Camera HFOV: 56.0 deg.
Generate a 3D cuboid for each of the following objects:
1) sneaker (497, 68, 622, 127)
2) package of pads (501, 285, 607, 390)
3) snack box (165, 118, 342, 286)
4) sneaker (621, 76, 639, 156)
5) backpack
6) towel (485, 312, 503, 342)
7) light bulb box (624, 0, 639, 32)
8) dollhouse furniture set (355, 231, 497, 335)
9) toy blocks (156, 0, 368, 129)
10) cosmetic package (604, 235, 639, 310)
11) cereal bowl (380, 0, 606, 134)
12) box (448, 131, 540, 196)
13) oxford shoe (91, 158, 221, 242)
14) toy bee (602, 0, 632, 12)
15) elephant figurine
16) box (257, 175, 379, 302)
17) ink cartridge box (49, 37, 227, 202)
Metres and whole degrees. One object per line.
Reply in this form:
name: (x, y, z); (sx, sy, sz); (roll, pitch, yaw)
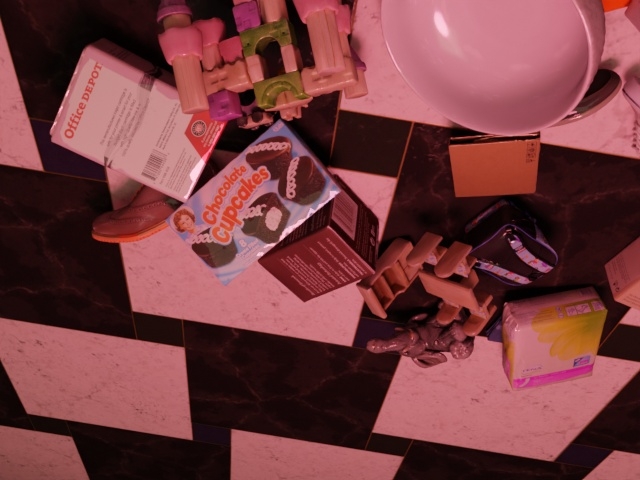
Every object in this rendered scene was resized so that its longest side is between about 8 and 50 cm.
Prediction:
sneaker: (0.399, -0.265, 1.052); (0.222, 0.083, 0.118); (-19, 131, 28)
package of pads: (0.576, 0.253, 1.522); (0.229, 0.101, 0.296); (-11, 133, 3)
snack box: (-0.137, -0.075, 1.231); (0.322, 0.060, 0.187); (-39, 98, 13)
sneaker: (0.610, -0.189, 1.089); (0.258, 0.094, 0.091); (34, 126, -25)
backpack: (0.419, 0.014, 1.312); (0.173, 0.117, 0.158); (28, 133, -18)
towel: (0.489, 0.225, 1.582); (0.067, 0.029, 0.119); (12, 135, -9)
light bulb box: (0.674, -0.364, 0.754); (0.357, 0.225, 0.361); (5, 138, -16)
dollhouse furniture set: (0.228, 0.110, 1.330); (0.242, 0.161, 0.212); (21, 151, 46)
toy blocks: (-0.084, -0.351, 0.986); (0.288, 0.309, 0.260); (-12, 91, 16)
cosmetic package: (0.781, 0.028, 1.273); (0.160, 0.113, 0.309); (20, 136, -11)
cereal bowl: (0.268, -0.334, 0.919); (0.339, 0.141, 0.339); (30, 155, 16)
box: (0.341, -0.145, 1.183); (0.164, 0.021, 0.201); (-2, 155, 16)
oxford shoe: (-0.368, -0.092, 1.350); (0.363, 0.130, 0.133); (-15, 114, 14)
toy bee: (0.405, -0.465, 0.820); (0.195, 0.162, 0.298); (-1, 161, 1)
elephant figurine: (0.267, 0.251, 1.559); (0.239, 0.169, 0.186); (-24, 113, 22)
box: (0.000, 0.000, 1.329); (0.203, 0.168, 0.167); (-26, 126, 31)
ink cartridge box: (-0.336, -0.227, 1.145); (0.273, 0.114, 0.197); (25, 110, -17)
